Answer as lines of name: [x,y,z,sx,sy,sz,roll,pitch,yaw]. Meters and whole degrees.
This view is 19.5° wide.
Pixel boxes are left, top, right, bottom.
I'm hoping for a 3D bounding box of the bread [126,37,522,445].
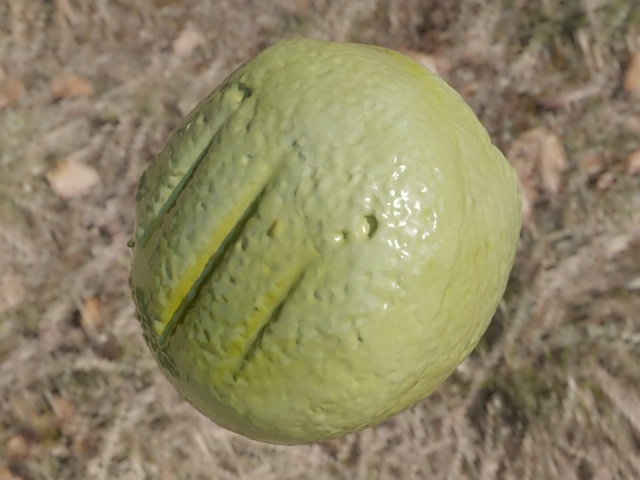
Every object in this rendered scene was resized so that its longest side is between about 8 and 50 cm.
bread: [-0.006,0.002,1.462,0.320,0.321,0.237,2,13,30]
